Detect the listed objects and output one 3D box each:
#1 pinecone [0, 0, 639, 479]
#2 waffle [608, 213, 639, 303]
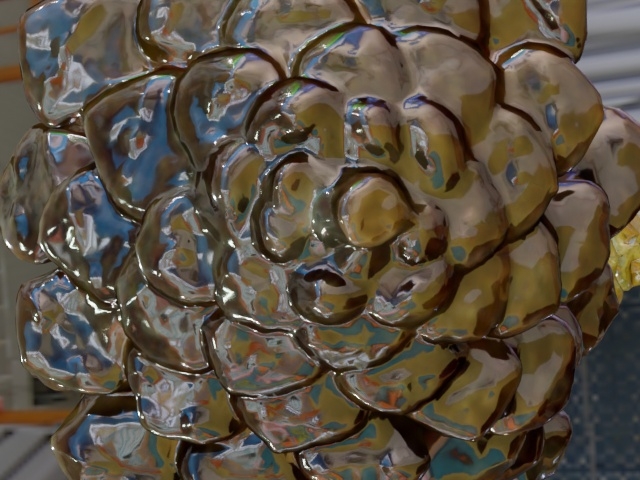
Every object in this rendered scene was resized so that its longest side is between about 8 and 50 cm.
[{"bbox_3d":[0.001,0.000,0.517,0.229,0.202,0.201,-60,-27,1],"label":"pinecone"},{"bbox_3d":[0.086,0.023,0.917,0.229,0.219,0.057,-57,-42,-56],"label":"waffle"}]
